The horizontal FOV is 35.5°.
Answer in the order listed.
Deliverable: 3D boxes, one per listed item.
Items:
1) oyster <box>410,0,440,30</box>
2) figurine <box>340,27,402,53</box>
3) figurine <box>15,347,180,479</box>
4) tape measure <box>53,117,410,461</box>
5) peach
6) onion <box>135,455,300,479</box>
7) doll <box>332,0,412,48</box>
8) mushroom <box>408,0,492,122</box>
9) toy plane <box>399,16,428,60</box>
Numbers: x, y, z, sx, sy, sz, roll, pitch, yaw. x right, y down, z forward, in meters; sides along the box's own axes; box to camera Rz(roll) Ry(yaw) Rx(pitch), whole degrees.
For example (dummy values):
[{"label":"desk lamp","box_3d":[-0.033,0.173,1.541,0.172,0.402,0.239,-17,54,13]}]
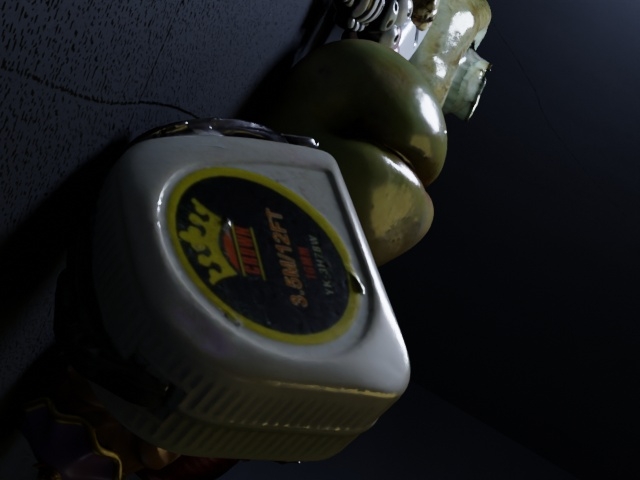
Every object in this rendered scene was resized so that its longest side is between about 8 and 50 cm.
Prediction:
[{"label":"oyster","box_3d":[0.154,-0.420,1.480,0.354,0.107,0.201,-79,-172,-75]},{"label":"figurine","box_3d":[0.046,-0.244,1.430,0.176,0.186,0.288,-125,-147,-50]},{"label":"figurine","box_3d":[-0.164,0.118,0.909,0.189,0.142,0.263,-31,-162,38]},{"label":"tape measure","box_3d":[-0.080,0.019,0.711,0.133,0.231,0.271,-47,-136,37]},{"label":"peach","box_3d":[0.028,-0.098,1.244,0.292,0.247,0.292,-170,-90,-86]},{"label":"onion","box_3d":[-0.178,0.295,1.611,0.273,0.285,0.273,-42,-162,17]},{"label":"doll","box_3d":[0.064,-0.288,1.238,0.091,0.067,0.219,-67,160,1]},{"label":"mushroom","box_3d":[0.213,-0.360,1.994,0.352,0.260,0.352,-62,175,-9]},{"label":"toy plane","box_3d":[0.123,-0.369,1.725,0.245,0.117,0.245,-58,161,-34]}]
